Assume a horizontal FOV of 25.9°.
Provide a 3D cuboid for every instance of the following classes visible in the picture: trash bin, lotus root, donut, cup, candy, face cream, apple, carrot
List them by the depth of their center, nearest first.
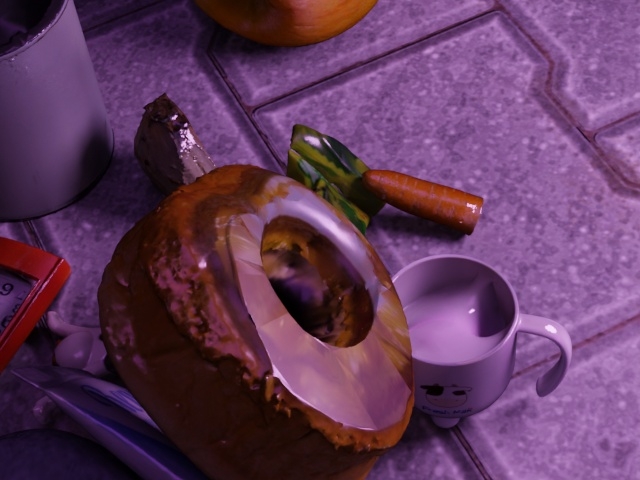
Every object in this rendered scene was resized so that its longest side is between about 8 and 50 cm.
[{"bbox_3d":[-0.043,0.066,1.214,0.330,0.160,0.330,27,33,-19],"label":"donut"},{"bbox_3d":[-0.078,0.237,1.253,0.420,0.235,0.137,33,90,8],"label":"face cream"},{"bbox_3d":[0.149,0.103,1.395,0.174,0.142,0.134,-18,51,-7],"label":"cup"},{"bbox_3d":[0.000,0.000,1.514,0.069,0.149,0.246,-28,37,34],"label":"candy"},{"bbox_3d":[0.111,-0.048,1.562,0.139,0.048,0.048,19,54,2],"label":"carrot"},{"bbox_3d":[-0.171,-0.096,1.606,0.070,0.144,0.143,-34,46,-9],"label":"lotus root"},{"bbox_3d":[-0.371,-0.186,1.617,0.217,0.262,0.277,26,59,25],"label":"trash bin"},{"bbox_3d":[-0.048,-0.374,1.731,0.286,0.286,0.233,23,65,23],"label":"apple"}]

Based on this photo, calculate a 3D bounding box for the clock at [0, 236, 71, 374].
[{"bbox_3d":[-0.358,0.078,1.533,0.113,0.061,0.155,17,59,26],"label":"clock"}]

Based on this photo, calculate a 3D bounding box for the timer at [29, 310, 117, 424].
[{"bbox_3d":[-0.175,0.099,1.457,0.266,0.175,0.175,-16,49,15],"label":"timer"}]

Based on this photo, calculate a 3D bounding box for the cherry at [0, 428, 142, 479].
[{"bbox_3d":[-0.246,0.303,1.235,0.296,0.218,0.255,27,74,17],"label":"cherry"}]
